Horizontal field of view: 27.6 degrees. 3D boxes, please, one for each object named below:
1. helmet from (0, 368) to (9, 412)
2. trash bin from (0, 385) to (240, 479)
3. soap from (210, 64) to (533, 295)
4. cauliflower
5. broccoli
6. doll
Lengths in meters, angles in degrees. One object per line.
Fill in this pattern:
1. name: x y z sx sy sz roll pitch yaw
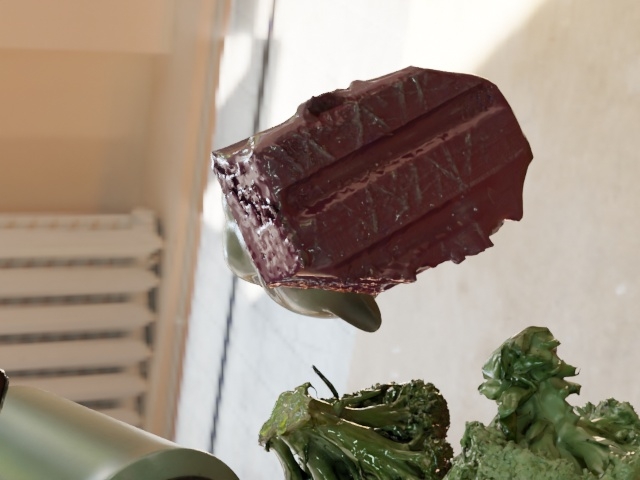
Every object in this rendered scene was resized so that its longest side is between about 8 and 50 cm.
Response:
1. helmet: -0.394 0.120 1.275 0.107 0.153 0.177 -33 52 8
2. trash bin: -0.283 0.348 1.594 0.432 0.280 0.281 14 105 47
3. soap: 0.070 -0.064 1.340 0.127 0.324 0.220 -9 106 64
4. cauliflower: 0.240 0.223 1.435 0.275 0.272 0.250 95 161 -80
5. broccoli: 0.052 0.308 1.887 0.321 0.283 0.304 -31 35 30
6. doll: -0.030 -0.007 1.969 0.370 0.225 0.215 -137 57 -69
